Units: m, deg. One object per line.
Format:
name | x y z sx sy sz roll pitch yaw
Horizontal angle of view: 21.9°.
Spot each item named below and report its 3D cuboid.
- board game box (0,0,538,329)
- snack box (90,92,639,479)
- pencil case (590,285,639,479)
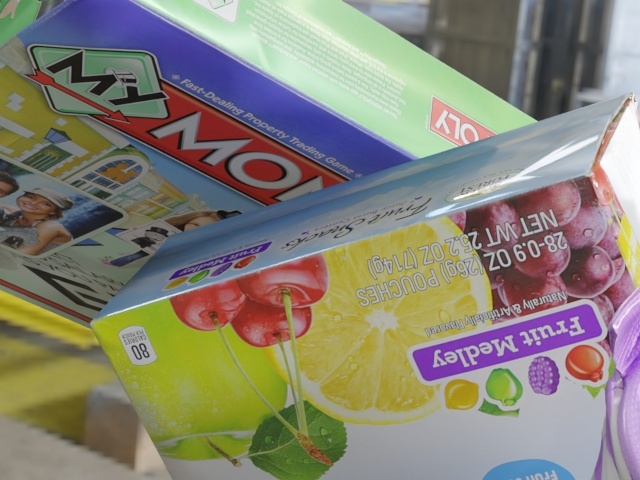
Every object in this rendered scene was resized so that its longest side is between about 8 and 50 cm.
board game box | -0.010 -0.003 0.633 0.317 0.046 0.213 27 -32 -32
snack box | 0.052 0.078 0.528 0.175 0.207 0.070 -17 19 29
pencil case | 0.084 0.087 0.388 0.088 0.206 0.086 40 58 17
